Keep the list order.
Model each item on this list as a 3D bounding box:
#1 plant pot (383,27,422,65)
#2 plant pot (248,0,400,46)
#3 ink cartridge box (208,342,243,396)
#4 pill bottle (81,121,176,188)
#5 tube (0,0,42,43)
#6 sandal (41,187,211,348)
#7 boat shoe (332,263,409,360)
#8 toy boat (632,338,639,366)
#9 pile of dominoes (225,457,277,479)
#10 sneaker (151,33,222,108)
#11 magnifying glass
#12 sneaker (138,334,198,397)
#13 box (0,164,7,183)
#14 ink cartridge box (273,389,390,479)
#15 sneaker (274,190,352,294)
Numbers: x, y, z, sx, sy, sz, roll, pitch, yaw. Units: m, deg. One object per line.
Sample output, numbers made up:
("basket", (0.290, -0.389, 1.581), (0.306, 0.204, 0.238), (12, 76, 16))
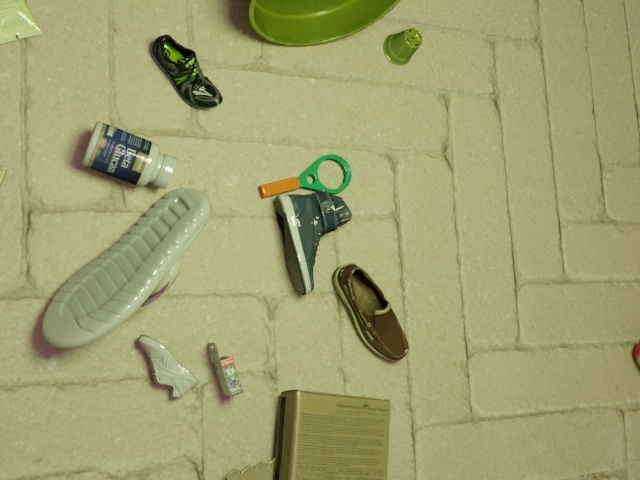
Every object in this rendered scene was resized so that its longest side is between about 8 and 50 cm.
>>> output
("plant pot", (0.209, -0.483, 1.740), (0.083, 0.079, 0.083), (4, 80, -23))
("plant pot", (-0.025, -0.676, 1.544), (0.366, 0.366, 0.353), (-11, 74, -25))
("ink cartridge box", (-0.195, 0.261, 1.455), (0.029, 0.063, 0.115), (-17, 89, -24))
("pill bottle", (-0.380, -0.164, 1.417), (0.169, 0.094, 0.094), (20, 75, -21))
("tube", (-0.635, -0.505, 1.378), (0.070, 0.062, 0.240), (-19, 97, 18))
("sandal", (-0.352, 0.067, 1.387), (0.416, 0.169, 0.102), (-47, 142, -23))
("boat shoe", (0.122, 0.166, 1.595), (0.095, 0.095, 0.257), (-41, 100, -24))
("toy boat", (0.957, 0.273, 1.952), (0.231, 0.151, 0.151), (-5, 54, -26))
("pile of dominoes", (-0.082, 0.551, 1.491), (0.251, 0.040, 0.196), (-6, 83, -33))
("sneaker", (-0.282, -0.355, 1.499), (0.188, 0.078, 0.067), (48, 67, -11))
("magnifying glass", (-0.031, -0.136, 1.612), (0.231, 0.026, 0.092), (-16, 90, -27))
("sneaker", (-0.313, 0.251, 1.409), (0.061, 0.054, 0.152), (-45, 102, -20))
("box", (-0.706, -0.097, 1.300), (0.201, 0.021, 0.164), (22, 74, -20))
("ink cartridge box", (0.027, 0.425, 1.504), (0.235, 0.088, 0.193), (12, 72, -26))
("sneaker", (0.001, -0.001, 1.570), (0.163, 0.086, 0.226), (-9, 85, -23))
